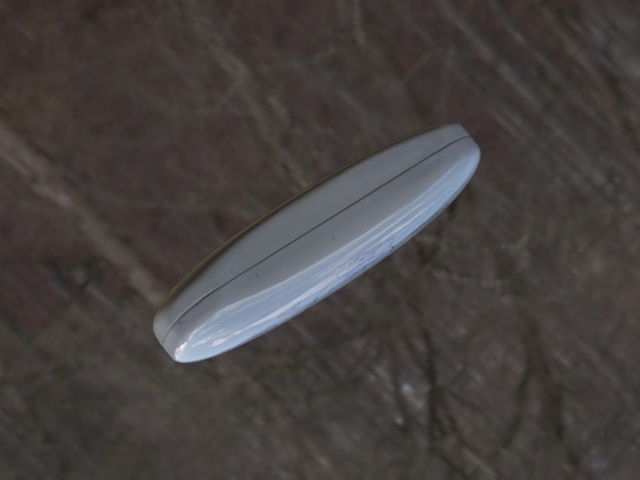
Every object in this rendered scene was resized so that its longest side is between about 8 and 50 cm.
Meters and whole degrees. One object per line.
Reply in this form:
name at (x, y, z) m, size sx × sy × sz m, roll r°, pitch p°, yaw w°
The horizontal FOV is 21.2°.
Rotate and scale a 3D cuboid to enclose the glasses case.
glasses case at (0.000, 0.000, 0.864) m, size 0.193 × 0.049 × 0.074 m, roll -31°, pitch 169°, yaw -22°
